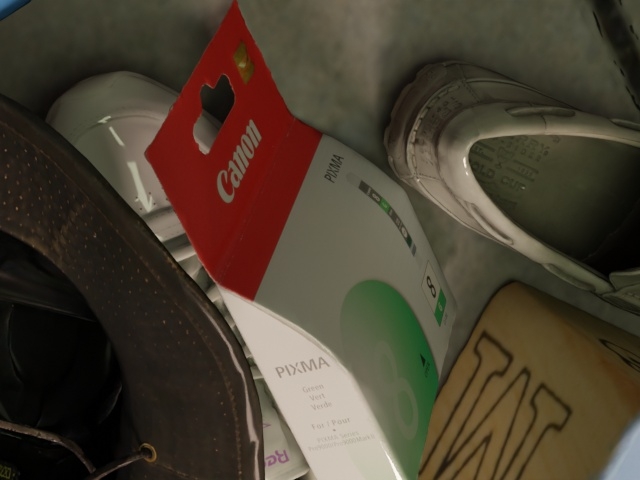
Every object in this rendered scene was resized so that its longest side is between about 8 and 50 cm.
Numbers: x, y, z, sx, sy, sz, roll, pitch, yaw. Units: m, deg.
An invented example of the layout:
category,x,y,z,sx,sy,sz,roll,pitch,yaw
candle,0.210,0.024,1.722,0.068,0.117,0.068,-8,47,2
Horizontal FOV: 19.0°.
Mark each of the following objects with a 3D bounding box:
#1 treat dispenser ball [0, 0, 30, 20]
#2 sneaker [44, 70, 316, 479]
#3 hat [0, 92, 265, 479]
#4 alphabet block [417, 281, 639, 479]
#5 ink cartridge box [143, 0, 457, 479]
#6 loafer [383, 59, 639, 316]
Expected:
category,x,y,z,sx,sy,sz,roll,pitch,yaw
treat dispenser ball,-0.211,-0.215,0.798,0.288,0.288,0.288,-6,110,-16
sneaker,-0.053,0.051,1.020,0.114,0.152,0.305,-25,113,-5
hat,-0.149,0.047,0.916,0.331,0.134,0.331,11,124,17
alphabet block,0.170,0.167,1.110,0.192,0.197,0.193,26,99,-25
ink cartridge box,0.000,0.000,1.005,0.056,0.181,0.225,-14,117,21
loafer,0.184,-0.008,1.099,0.319,0.111,0.112,19,102,-23
